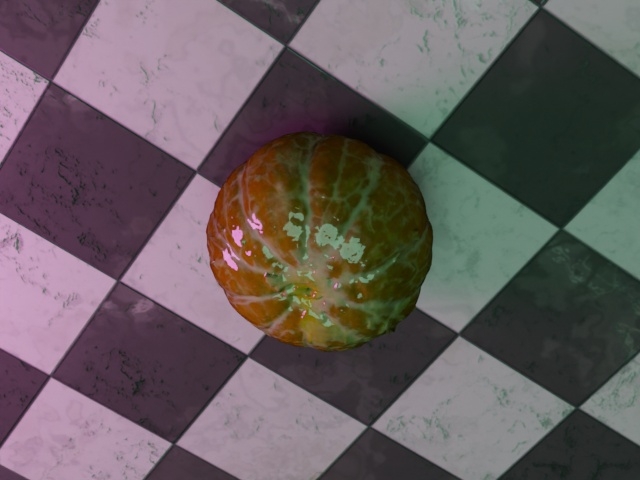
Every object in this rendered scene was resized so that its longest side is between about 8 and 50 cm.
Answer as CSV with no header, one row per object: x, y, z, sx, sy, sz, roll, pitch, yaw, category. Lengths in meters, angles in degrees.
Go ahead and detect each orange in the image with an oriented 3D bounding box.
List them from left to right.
0.000,0.000,1.565,0.329,0.249,0.329,5,118,10,orange
